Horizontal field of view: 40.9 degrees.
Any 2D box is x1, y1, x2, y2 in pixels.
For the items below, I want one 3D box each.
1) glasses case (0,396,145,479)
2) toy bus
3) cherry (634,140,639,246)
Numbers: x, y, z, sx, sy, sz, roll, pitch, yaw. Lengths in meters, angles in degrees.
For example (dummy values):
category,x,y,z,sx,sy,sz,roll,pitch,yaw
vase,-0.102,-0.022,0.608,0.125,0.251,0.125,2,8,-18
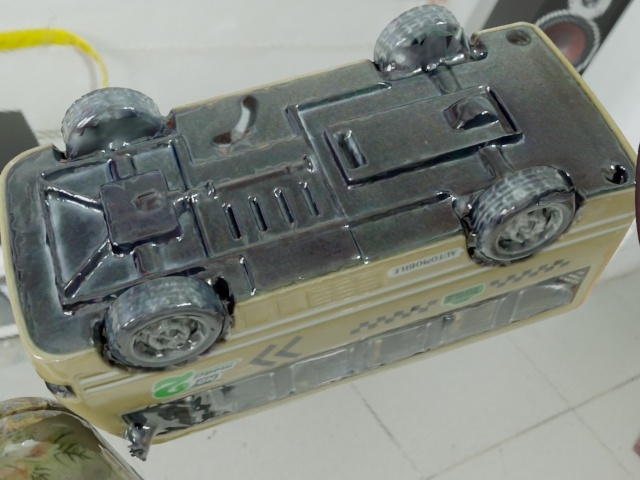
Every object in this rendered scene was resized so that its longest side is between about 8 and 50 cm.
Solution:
category,x,y,z,sx,sy,sz,roll,pitch,yaw
glasses case,-0.142,0.280,0.631,0.156,0.425,0.098,-41,36,-15
toy bus,0.000,0.000,0.553,0.365,0.202,0.177,-16,56,-9
cherry,0.228,-0.029,0.397,0.176,0.176,0.140,8,36,-23
